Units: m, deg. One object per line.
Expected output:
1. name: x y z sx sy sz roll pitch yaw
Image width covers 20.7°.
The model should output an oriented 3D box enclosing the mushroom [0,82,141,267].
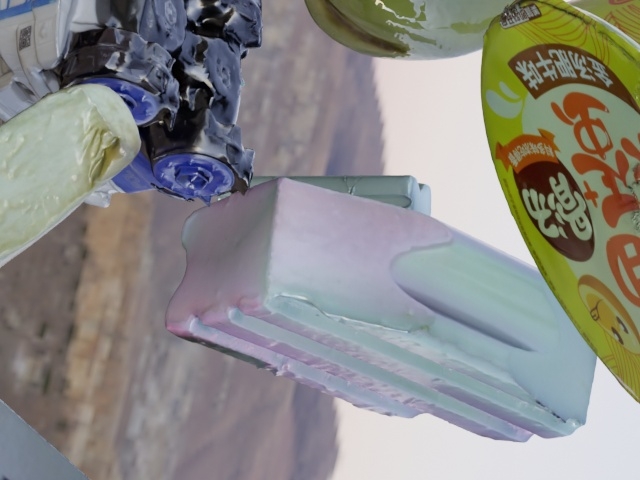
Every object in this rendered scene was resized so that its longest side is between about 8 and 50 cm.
1. mushroom: -0.244 0.007 1.058 0.333 0.087 0.107 -30 -172 36

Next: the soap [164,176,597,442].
1. soap: 0.065 0.062 1.366 0.193 0.324 0.109 -17 -125 51

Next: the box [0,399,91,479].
1. box: -0.122 0.164 0.805 0.036 0.177 0.115 -24 -147 31

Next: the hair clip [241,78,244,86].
1. hair clip: -0.138 -0.202 1.912 0.173 0.049 0.049 44 51 -47

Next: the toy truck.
1. toy truck: -0.142 -0.116 1.169 0.213 0.177 0.161 45 42 -48

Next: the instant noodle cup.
1. instant noodle cup: 0.269 -0.055 1.066 0.311 0.221 0.311 53 -18 26

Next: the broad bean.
1. broad bean: 0.117 -0.269 1.713 0.189 0.263 0.121 63 -13 16

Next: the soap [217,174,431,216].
1. soap: 0.000 0.000 1.652 0.066 0.198 0.119 25 68 -69
